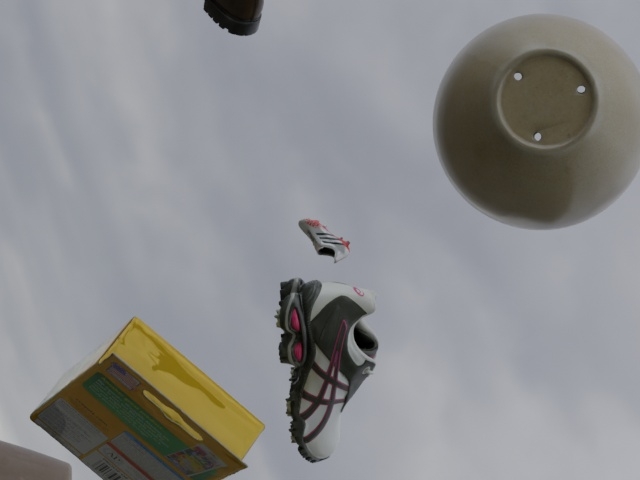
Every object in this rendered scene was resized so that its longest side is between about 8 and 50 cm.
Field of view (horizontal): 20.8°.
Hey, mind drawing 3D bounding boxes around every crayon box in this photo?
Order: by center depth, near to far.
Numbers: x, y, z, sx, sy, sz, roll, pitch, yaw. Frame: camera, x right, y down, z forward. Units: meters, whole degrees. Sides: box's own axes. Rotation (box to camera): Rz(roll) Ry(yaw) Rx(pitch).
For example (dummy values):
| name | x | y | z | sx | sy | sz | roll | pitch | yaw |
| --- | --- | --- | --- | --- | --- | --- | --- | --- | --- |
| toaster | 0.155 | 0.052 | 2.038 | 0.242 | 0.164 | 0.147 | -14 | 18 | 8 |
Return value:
| name | x | y | z | sx | sy | sz | roll | pitch | yaw |
| --- | --- | --- | --- | --- | --- | --- | --- | --- | --- |
| crayon box | -0.201 | 0.210 | 2.069 | 0.203 | 0.083 | 0.323 | 41 | -30 | -8 |

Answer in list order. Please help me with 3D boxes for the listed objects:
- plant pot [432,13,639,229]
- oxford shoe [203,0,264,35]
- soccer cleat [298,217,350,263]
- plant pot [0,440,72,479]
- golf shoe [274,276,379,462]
| name | x | y | z | sx | sy | sz | roll | pitch | yaw |
| --- | --- | --- | --- | --- | --- | --- | --- | --- | --- |
| plant pot | 0.282 | -0.161 | 2.200 | 0.191 | 0.284 | 0.284 | 41 | 28 | -84 |
| oxford shoe | -0.150 | -0.377 | 2.320 | 0.227 | 0.083 | 0.096 | 41 | -46 | 21 |
| soccer cleat | 0.000 | 0.000 | 2.213 | 0.083 | 0.035 | 0.029 | 33 | -32 | 24 |
| plant pot | -0.470 | 0.376 | 2.462 | 0.263 | 0.229 | 0.263 | -176 | -90 | -82 |
| golf shoe | 0.015 | 0.166 | 2.116 | 0.105 | 0.120 | 0.273 | -86 | 173 | -51 |
